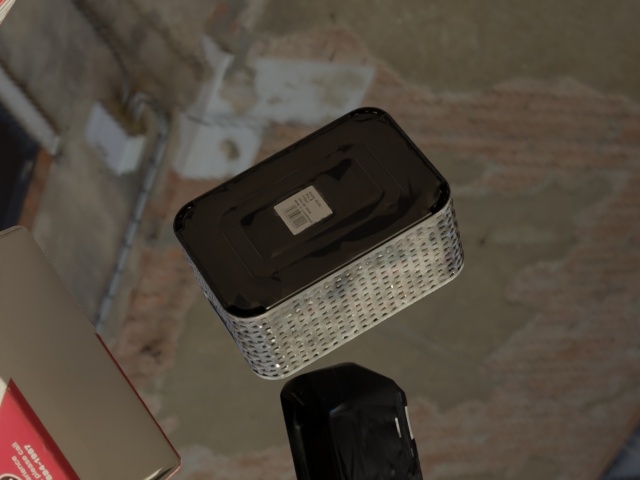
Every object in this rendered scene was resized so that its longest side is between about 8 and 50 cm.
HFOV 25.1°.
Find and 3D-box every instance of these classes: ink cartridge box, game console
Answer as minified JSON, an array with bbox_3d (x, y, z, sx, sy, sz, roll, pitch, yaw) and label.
[{"bbox_3d":[-0.293,0.167,1.094,0.226,0.306,0.131,54,-154,1],"label":"ink cartridge box"},{"bbox_3d":[0.052,0.282,1.227,0.213,0.044,0.361,0,-103,-69],"label":"game console"}]

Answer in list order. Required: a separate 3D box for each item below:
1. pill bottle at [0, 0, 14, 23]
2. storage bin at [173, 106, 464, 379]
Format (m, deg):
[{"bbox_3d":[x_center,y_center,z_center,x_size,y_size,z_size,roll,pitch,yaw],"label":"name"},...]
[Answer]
[{"bbox_3d":[-0.189,-0.154,0.462,0.229,0.408,0.229,4,-100,-22],"label":"pill bottle"},{"bbox_3d":[0.000,0.000,1.040,0.180,0.084,0.122,-29,-128,-9],"label":"storage bin"}]
